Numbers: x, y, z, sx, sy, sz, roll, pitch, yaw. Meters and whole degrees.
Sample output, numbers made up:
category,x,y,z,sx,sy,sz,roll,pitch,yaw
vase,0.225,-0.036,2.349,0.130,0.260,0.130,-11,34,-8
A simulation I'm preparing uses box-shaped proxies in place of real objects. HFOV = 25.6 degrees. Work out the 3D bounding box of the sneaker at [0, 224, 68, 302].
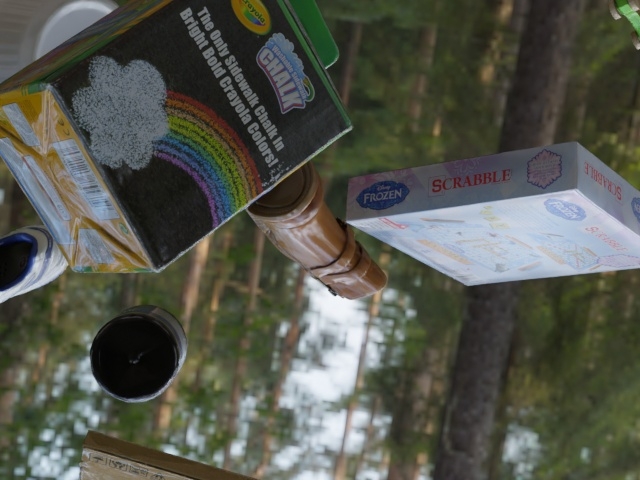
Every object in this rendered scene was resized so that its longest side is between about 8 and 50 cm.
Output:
category,x,y,z,sx,sy,sz,roll,pitch,yaw
sneaker,-0.511,0.064,2.053,0.112,0.296,0.131,55,-176,8

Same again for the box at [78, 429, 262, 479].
category,x,y,z,sx,sy,sz,roll,pitch,yaw
box,-0.125,0.246,1.295,0.201,0.164,0.021,17,-127,-2

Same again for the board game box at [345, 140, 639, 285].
category,x,y,z,sx,sy,sz,roll,pitch,yaw
board game box,0.250,-0.025,1.805,0.318,0.066,0.319,-7,160,33

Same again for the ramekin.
category,x,y,z,sx,sy,sz,roll,pitch,yaw
ramekin,-0.391,-0.268,2.164,0.127,0.273,0.273,6,-173,44

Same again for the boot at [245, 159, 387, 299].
category,x,y,z,sx,sy,sz,roll,pitch,yaw
boot,0.000,0.000,1.866,0.220,0.109,0.283,46,165,-13

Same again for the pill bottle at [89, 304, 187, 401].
category,x,y,z,sx,sy,sz,roll,pitch,yaw
pill bottle,-0.253,0.155,1.999,0.123,0.123,0.219,8,-178,-2

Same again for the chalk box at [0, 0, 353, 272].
category,x,y,z,sx,sy,sz,roll,pitch,yaw
chalk box,-0.112,-0.123,1.200,0.289,0.180,0.179,-38,-161,-28

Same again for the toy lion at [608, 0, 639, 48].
category,x,y,z,sx,sy,sz,roll,pitch,yaw
toy lion,0.376,-0.286,1.690,0.034,0.096,0.100,-23,139,28
